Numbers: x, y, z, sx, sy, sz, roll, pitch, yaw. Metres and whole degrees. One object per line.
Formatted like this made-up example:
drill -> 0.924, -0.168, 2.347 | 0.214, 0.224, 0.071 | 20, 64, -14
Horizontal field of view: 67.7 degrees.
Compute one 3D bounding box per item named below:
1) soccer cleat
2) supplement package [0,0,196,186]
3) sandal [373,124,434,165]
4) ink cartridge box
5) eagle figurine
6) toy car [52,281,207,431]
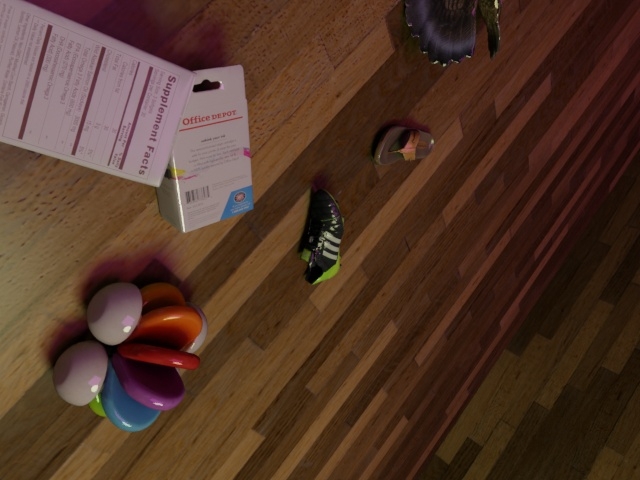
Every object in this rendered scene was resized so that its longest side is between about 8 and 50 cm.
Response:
soccer cleat -> 0.000, 0.000, 0.795 | 0.072, 0.060, 0.179 | -30, 135, -31
supplement package -> -0.213, -0.127, 0.400 | 0.179, 0.105, 0.105 | 16, 100, -29
sandal -> 0.165, -0.172, 0.878 | 0.180, 0.049, 0.072 | -12, 121, -44
ink cartridge box -> -0.142, -0.113, 0.565 | 0.104, 0.061, 0.182 | -24, 129, -36
eagle figurine -> 0.267, -0.447, 0.754 | 0.226, 0.225, 0.298 | 17, 139, -12
toy car -> -0.212, 0.149, 0.586 | 0.159, 0.136, 0.182 | 31, 88, -52
